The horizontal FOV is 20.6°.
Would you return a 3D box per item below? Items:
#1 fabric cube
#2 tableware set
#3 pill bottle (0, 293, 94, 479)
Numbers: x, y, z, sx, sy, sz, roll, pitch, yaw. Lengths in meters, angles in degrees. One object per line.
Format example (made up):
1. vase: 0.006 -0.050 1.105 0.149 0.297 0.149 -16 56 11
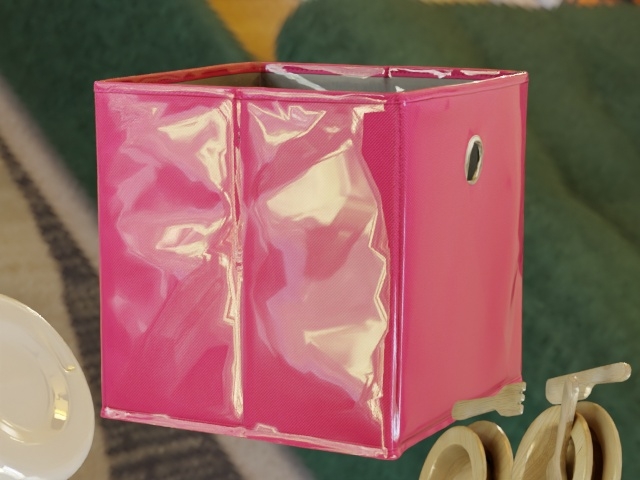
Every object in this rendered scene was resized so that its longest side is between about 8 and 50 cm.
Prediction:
1. fabric cube: 0.000 0.000 1.353 0.259 0.258 0.254 5 10 27
2. tableware set: 0.102 0.136 1.001 0.039 0.194 0.128 16 71 -22
3. pill bottle: -0.188 0.100 0.783 0.094 0.169 0.094 36 35 -30
